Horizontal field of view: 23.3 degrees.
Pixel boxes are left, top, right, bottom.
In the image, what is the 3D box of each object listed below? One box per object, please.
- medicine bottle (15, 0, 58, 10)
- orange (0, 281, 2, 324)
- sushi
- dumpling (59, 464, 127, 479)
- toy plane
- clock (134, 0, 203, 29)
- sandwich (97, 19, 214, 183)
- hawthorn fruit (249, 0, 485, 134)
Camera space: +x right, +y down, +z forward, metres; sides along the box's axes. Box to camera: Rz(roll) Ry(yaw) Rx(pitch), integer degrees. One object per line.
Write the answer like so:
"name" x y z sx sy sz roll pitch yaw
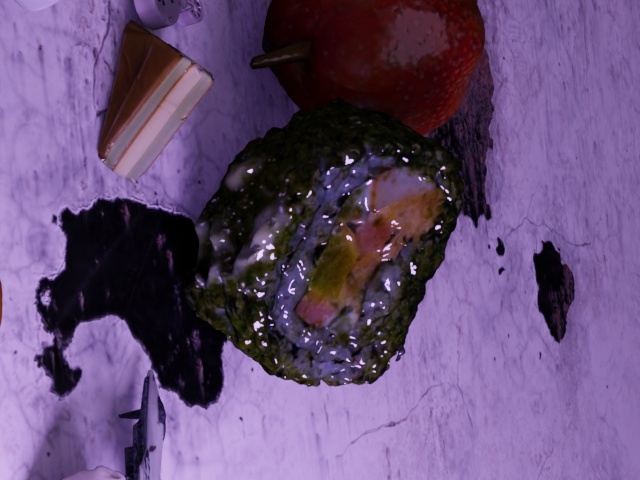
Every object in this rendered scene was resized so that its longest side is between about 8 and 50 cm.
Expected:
"medicine bottle" -0.361 -0.355 1.628 0.260 0.095 0.095 46 49 -40
"orange" -0.382 0.063 1.483 0.136 0.159 0.159 108 -12 -73
"sushi" 0.000 0.000 1.920 0.294 0.178 0.351 19 100 -43
"dumpling" -0.255 0.339 1.671 0.127 0.108 0.188 -7 103 -34
"toy plane" -0.202 0.262 1.770 0.160 0.082 0.234 85 -12 -63
"clock" -0.188 -0.302 1.914 0.129 0.041 0.087 -6 84 -65
"sandwich" -0.224 -0.167 1.865 0.163 0.113 0.079 -54 139 1
"hawthorn fruit" 0.047 -0.261 2.068 0.369 0.285 0.284 -20 102 -42
